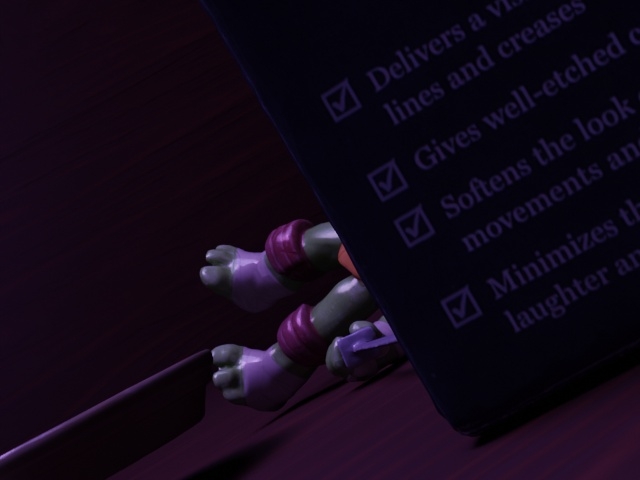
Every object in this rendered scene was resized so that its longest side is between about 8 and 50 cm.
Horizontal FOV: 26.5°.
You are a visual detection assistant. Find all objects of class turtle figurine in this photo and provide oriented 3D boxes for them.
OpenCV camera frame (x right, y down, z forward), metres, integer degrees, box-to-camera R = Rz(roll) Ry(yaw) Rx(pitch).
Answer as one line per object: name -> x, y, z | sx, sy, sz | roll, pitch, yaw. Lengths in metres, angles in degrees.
turtle figurine -> 0.000, 0.000, 0.935 | 0.266, 0.197, 0.275 | -36, -8, 36

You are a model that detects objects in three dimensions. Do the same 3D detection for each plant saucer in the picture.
plant saucer -> -0.182, 0.147, 0.827 | 0.278, 0.041, 0.278 | -29, -2, -1

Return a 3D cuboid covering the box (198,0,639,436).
box -> 0.092, -0.179, 0.522 | 0.294, 0.395, 0.212 | -30, -1, 15
